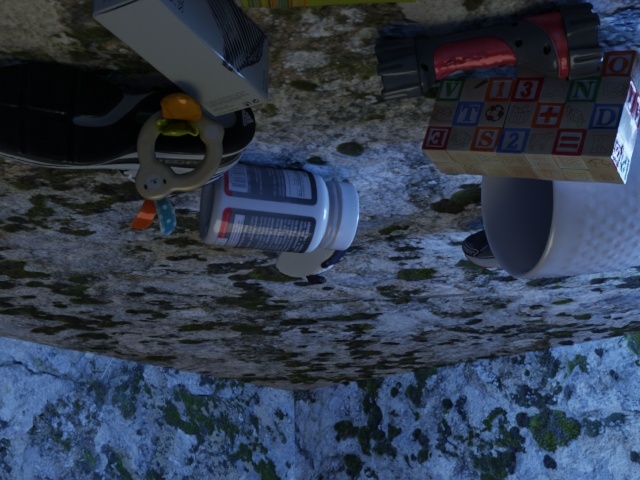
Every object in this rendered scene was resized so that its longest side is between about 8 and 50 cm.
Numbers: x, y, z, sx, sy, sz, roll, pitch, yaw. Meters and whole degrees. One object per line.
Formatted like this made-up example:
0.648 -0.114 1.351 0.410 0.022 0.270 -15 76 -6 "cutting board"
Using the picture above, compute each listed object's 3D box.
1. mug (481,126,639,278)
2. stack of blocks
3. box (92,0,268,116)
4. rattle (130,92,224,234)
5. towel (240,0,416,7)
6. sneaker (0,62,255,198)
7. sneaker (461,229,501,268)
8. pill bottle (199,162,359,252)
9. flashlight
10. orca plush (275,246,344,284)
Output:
0.487 -0.117 1.383 0.327 0.276 0.374 -2 130 -13 "mug"
0.319 -0.187 1.245 0.297 0.171 0.087 7 161 36 "stack of blocks"
-0.172 -0.277 1.079 0.094 0.113 0.275 -11 159 23 "box"
-0.215 -0.099 1.167 0.130 0.200 0.142 32 178 -21 "rattle"
0.010 -0.336 1.064 0.237 0.021 0.102 -2 165 -1 "towel"
-0.347 -0.142 1.343 0.447 0.169 0.257 2 158 -17 "sneaker"
0.433 -0.028 1.809 0.299 0.121 0.112 -21 123 44 "sneaker"
-0.081 -0.059 1.593 0.283 0.161 0.161 6 158 -18 "pill bottle"
0.232 -0.254 1.159 0.303 0.103 0.103 -10 -168 9 "flashlight"
0.000 0.000 1.917 0.151 0.102 0.287 44 143 6 "orca plush"
